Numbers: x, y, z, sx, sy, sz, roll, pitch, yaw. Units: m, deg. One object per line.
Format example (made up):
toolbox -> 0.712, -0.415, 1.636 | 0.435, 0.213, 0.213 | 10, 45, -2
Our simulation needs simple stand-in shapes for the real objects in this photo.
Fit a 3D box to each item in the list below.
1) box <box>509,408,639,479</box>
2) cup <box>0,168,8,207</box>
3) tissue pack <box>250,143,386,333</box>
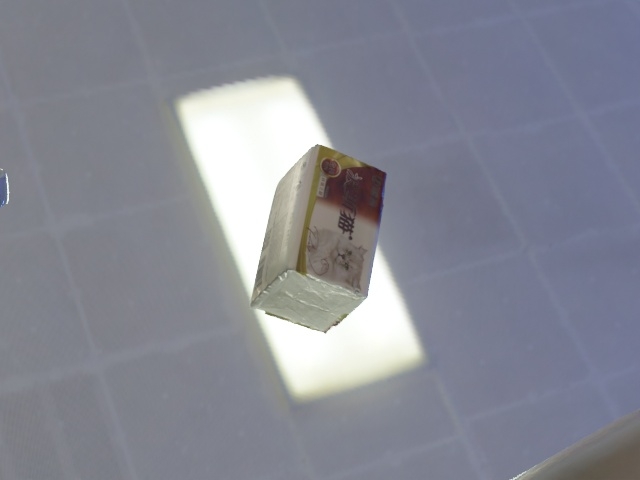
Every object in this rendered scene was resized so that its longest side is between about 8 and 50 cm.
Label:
box -> 0.243, 0.276, 1.030 | 0.349, 0.141, 0.289 | -27, -150, -11
cup -> -0.395, -0.039, 1.155 | 0.221, 0.167, 0.202 | -37, -148, -14
tissue pack -> 0.001, 0.000, 1.320 | 0.099, 0.106, 0.149 | 21, -122, -17
